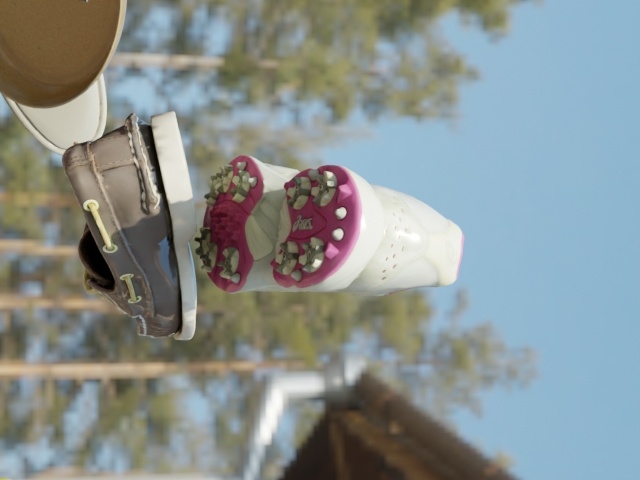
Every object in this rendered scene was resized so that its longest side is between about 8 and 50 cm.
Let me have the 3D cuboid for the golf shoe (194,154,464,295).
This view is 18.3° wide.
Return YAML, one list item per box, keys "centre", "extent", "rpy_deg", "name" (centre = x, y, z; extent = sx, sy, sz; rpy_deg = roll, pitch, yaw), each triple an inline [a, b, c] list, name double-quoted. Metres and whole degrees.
- centre: [0.000, 0.000, 1.582]
  extent: [0.306, 0.140, 0.115]
  rpy_deg: [13, -89, 64]
  name: "golf shoe"

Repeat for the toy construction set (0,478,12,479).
- centre: [-0.337, 0.170, 1.167]
  extent: [0.151, 0.327, 0.215]
  rpy_deg: [-56, -132, 47]
  name: "toy construction set"

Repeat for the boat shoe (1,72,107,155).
- centre: [-0.311, -0.246, 2.013]
  extent: [0.335, 0.112, 0.095]
  rpy_deg: [63, 0, -16]
  name: "boat shoe"

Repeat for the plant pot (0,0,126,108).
- centre: [-0.263, -0.244, 1.890]
  extent: [0.236, 0.032, 0.236]
  rpy_deg: [9, -76, 39]
  name: "plant pot"

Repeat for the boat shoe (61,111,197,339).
- centre: [-0.157, 0.000, 1.662]
  extent: [0.324, 0.096, 0.117]
  rpy_deg: [96, -19, -65]
  name: "boat shoe"
